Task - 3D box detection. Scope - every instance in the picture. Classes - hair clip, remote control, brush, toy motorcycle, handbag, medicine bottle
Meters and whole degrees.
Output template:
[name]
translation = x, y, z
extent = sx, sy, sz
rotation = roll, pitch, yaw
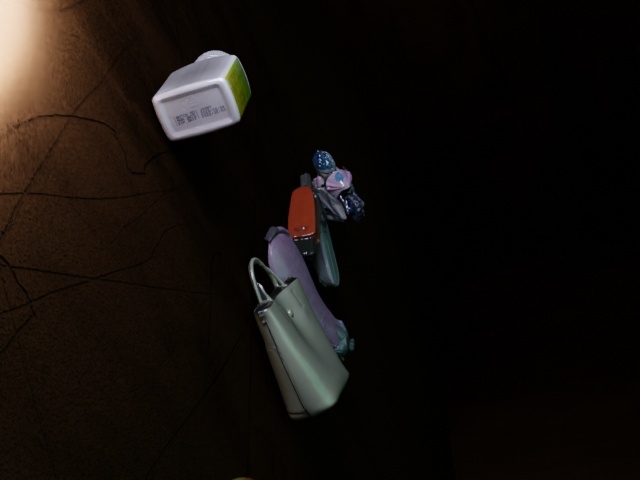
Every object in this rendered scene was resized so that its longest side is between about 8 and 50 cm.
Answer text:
[hair clip]
translation = -0.033, 0.129, 1.734
extent = 0.096, 0.110, 0.358
rotation = 23, -35, 54
[remote control]
translation = 0.000, 0.000, 2.026
extent = 0.104, 0.052, 0.247
rotation = 14, 63, -76
[brush]
translation = -0.040, -0.066, 1.906
extent = 0.323, 0.070, 0.051
rotation = -91, 163, -52
[toy motorcycle]
translation = 0.029, -0.153, 2.087
extent = 0.108, 0.239, 0.204
rotation = -39, 115, -29
[handbag]
translation = -0.049, 0.171, 1.550
extent = 0.241, 0.109, 0.315
rotation = -46, 118, -73
[medicine bottle]
translation = -0.189, -0.249, 1.331
extent = 0.188, 0.132, 0.088
rotation = -81, 153, -60

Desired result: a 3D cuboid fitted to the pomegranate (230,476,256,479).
[pomegranate]
translation = -0.113, 0.392, 1.080
extent = 0.142, 0.115, 0.114
rotation = -50, 132, -36
